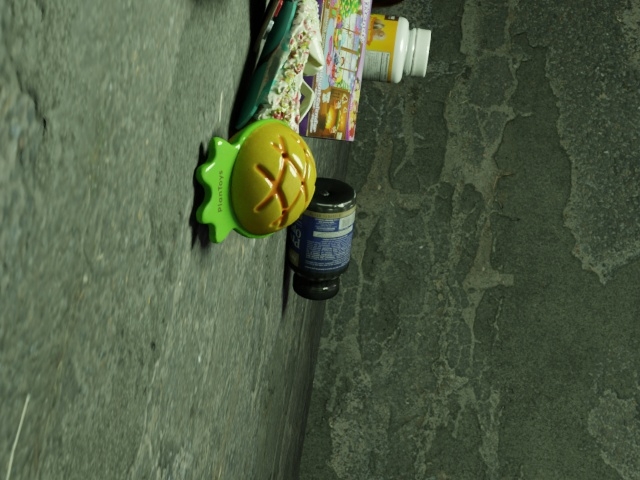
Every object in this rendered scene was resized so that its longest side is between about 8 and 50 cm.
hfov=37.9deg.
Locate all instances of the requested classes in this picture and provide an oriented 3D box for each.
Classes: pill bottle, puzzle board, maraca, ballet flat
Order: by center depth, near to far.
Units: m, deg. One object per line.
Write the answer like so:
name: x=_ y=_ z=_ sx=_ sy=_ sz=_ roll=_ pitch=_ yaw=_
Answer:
maraca: x=-0.069 y=-0.061 z=0.969 sx=0.185 sy=0.099 sz=0.127 roll=-21 pitch=114 yaw=-56
puzzle board: x=-0.046 y=-0.294 z=1.093 sx=0.128 sy=0.011 sz=0.096 roll=124 pitch=-16 yaw=-46
ballet flat: x=-0.038 y=-0.201 z=1.111 sx=0.091 sy=0.077 sz=0.241 roll=-27 pitch=-140 yaw=53
pill bottle: x=0.084 y=-0.344 z=1.657 sx=0.117 sy=0.215 sz=0.117 roll=8 pitch=90 yaw=-86
pill bottle: x=0.000 y=0.000 z=1.790 sx=0.123 sy=0.122 sz=0.219 roll=-75 pitch=172 yaw=-60

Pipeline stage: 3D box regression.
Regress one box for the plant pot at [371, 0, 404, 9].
plant pot: x=0.067 y=-0.504 z=1.631 sx=0.167 sy=0.167 sz=0.165 roll=-19 pitch=108 yaw=-85

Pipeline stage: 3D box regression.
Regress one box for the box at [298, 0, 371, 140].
box: x=0.012 y=-0.307 z=1.464 sx=0.201 sy=0.057 sz=0.293 roll=-10 pitch=109 yaw=-67

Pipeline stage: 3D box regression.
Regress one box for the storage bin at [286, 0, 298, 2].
storage bin: x=-0.046 y=-0.289 z=0.859 sx=0.180 sy=0.084 sz=0.122 roll=-64 pitch=161 yaw=-71
